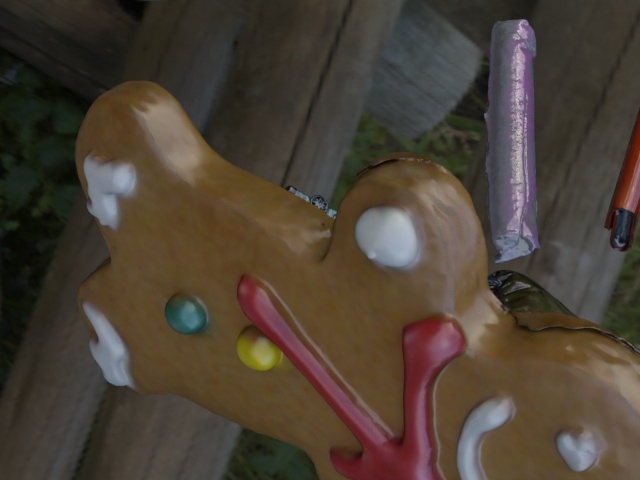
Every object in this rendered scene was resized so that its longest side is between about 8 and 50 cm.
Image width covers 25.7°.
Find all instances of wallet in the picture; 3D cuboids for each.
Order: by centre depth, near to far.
[{"bbox_3d":[0.450,-0.101,1.997,0.142,0.045,0.204,74,33,-65],"label":"wallet"}]

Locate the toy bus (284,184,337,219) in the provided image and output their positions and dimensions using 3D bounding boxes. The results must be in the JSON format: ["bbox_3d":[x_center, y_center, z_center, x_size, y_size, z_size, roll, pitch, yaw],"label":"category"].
[{"bbox_3d":[0.000,0.000,1.958,0.160,0.079,0.091,28,56,-11],"label":"toy bus"}]

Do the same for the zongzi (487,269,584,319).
[{"bbox_3d":[0.177,0.166,1.666,0.300,0.138,0.286,-28,148,21],"label":"zongzi"}]

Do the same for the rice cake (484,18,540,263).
[{"bbox_3d":[0.188,-0.102,1.382,0.049,0.055,0.270,63,28,-58],"label":"rice cake"}]

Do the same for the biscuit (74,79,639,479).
[{"bbox_3d":[0.012,0.054,0.633,0.047,0.340,0.216,-40,147,-40],"label":"biscuit"}]
